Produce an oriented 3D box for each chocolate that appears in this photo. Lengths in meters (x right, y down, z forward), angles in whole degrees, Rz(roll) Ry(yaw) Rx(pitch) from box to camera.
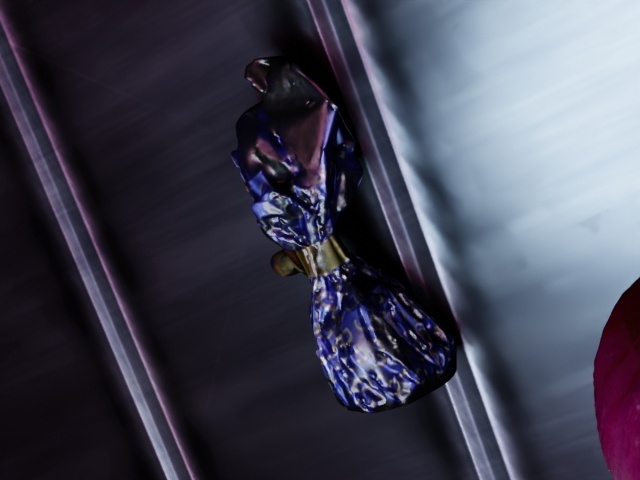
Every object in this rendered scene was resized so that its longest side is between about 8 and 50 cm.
[{"bbox_3d":[0.000,-0.005,1.453,0.148,0.126,0.343,-15,106,44],"label":"chocolate"}]

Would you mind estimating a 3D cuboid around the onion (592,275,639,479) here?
[{"bbox_3d":[0.352,0.074,1.158,0.347,0.348,0.385,-7,133,31],"label":"onion"}]
